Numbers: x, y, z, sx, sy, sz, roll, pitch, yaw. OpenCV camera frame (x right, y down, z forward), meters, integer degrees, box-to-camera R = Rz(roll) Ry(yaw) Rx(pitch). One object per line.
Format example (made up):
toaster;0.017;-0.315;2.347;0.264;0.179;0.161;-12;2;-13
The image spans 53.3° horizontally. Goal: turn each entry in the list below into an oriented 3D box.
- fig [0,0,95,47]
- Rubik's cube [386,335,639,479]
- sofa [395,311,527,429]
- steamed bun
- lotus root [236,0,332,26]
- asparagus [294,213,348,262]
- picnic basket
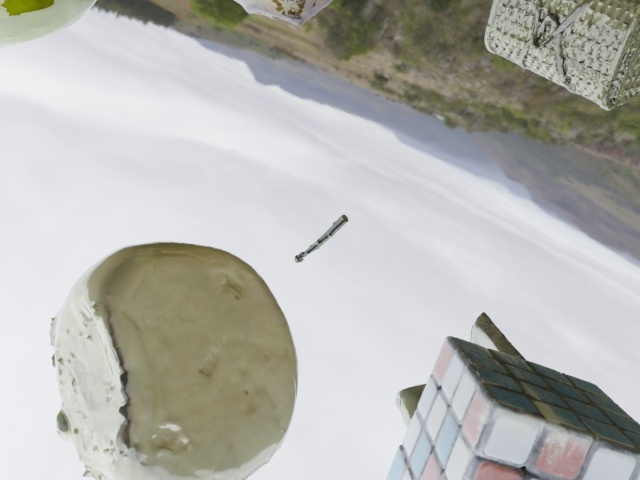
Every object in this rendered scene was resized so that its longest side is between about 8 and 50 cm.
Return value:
fig;-0.398;-0.336;0.705;0.258;0.326;0.258;-22;-90;-80
Rubik's cube;0.263;0.311;0.846;0.256;0.253;0.259;19;-170;-6
sofa;0.249;0.272;1.128;0.226;0.176;0.210;-17;-158;0
steamed bun;-0.198;0.175;0.871;0.312;0.333;0.233;8;158;-43
lotus root;-0.032;-0.517;1.011;0.210;0.314;0.142;17;180;12
asparagus;0.000;0.000;1.048;0.018;0.127;0.015;43;-150;-10
picnic basket;0.327;-0.266;0.791;0.154;0.134;0.196;-17;-136;-32
